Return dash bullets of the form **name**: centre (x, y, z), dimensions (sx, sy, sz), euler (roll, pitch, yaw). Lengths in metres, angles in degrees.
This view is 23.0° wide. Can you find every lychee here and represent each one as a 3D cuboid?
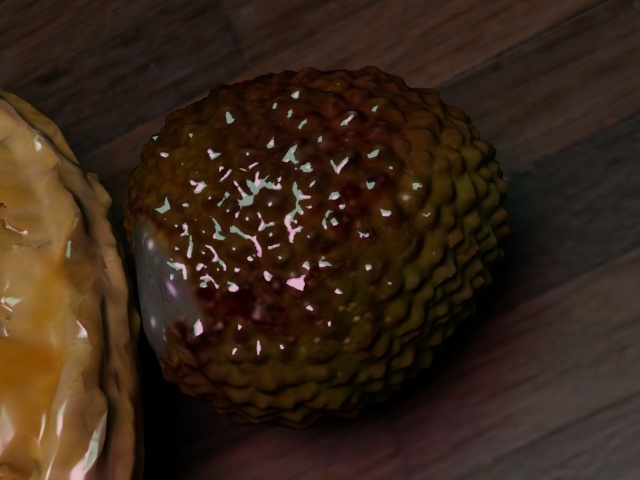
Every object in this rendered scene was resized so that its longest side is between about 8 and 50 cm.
- **lychee**: centre (0.000, 0.000, 0.677), dimensions (0.171, 0.171, 0.171), euler (-9, 64, 18)

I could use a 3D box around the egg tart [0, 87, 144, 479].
- **egg tart**: centre (-0.281, 0.094, 0.698), dimensions (0.443, 0.178, 0.443), euler (-15, 60, 28)
